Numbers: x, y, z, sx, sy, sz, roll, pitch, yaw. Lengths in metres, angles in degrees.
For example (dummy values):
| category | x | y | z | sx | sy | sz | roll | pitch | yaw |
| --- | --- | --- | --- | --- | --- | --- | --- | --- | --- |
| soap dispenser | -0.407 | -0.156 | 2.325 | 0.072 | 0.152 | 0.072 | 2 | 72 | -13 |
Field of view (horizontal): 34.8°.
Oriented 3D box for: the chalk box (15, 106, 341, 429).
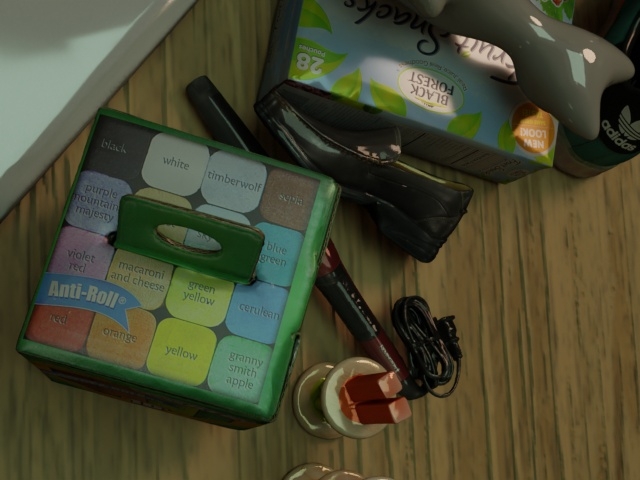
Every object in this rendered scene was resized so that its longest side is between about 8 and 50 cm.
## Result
| category | x | y | z | sx | sy | sz | roll | pitch | yaw |
| --- | --- | --- | --- | --- | --- | --- | --- | --- | --- |
| chalk box | -0.074 | 0.023 | 0.550 | 0.132 | 0.213 | 0.132 | 17 | 77 | -4 |

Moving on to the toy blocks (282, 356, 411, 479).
| category | x | y | z | sx | sy | sz | roll | pitch | yaw |
| --- | --- | --- | --- | --- | --- | --- | --- | --- | --- |
| toy blocks | 0.028 | 0.132 | 0.625 | 0.054 | 0.148 | 0.123 | 14 | 77 | -21 |

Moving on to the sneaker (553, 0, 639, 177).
| category | x | y | z | sx | sy | sz | roll | pitch | yaw |
| --- | --- | --- | --- | --- | --- | --- | --- | --- | --- |
| sneaker | 0.286 | -0.180 | 0.796 | 0.108 | 0.121 | 0.302 | 36 | 70 | -15 |

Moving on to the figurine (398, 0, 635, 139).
| category | x | y | z | sx | sy | sz | roll | pitch | yaw |
| --- | --- | --- | --- | --- | --- | --- | --- | --- | --- |
| figurine | 0.144 | -0.195 | 0.679 | 0.209 | 0.092 | 0.214 | 35 | 69 | -13 |

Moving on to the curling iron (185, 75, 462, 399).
| category | x | y | z | sx | sy | sz | roll | pitch | yaw |
| --- | --- | --- | --- | --- | --- | --- | --- | --- | --- |
| curling iron | 0.000 | 0.000 | 0.698 | 0.274 | 0.035 | 0.068 | 48 | 46 | -5 |

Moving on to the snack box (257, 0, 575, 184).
| category | x | y | z | sx | sy | sz | roll | pitch | yaw |
| --- | --- | --- | --- | --- | --- | --- | --- | --- | --- |
| snack box | 0.075 | -0.152 | 0.730 | 0.207 | 0.070 | 0.174 | 16 | 75 | -18 |

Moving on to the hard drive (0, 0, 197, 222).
| category | x | y | z | sx | sy | sz | roll | pitch | yaw |
| --- | --- | --- | --- | --- | --- | --- | --- | --- | --- |
| hard drive | -0.181 | -0.214 | 0.644 | 0.233 | 0.047 | 0.353 | 41 | 69 | -13 |

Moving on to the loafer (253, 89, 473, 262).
| category | x | y | z | sx | sy | sz | roll | pitch | yaw |
| --- | --- | --- | --- | --- | --- | --- | --- | --- | --- |
| loafer | 0.030 | -0.054 | 0.688 | 0.170 | 0.062 | 0.061 | 35 | 102 | -29 |
